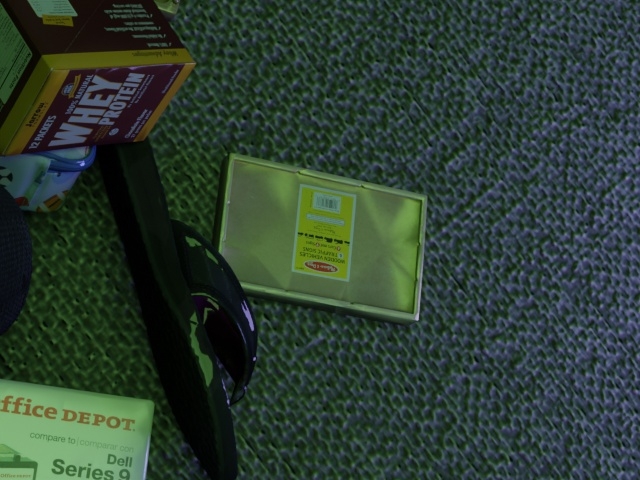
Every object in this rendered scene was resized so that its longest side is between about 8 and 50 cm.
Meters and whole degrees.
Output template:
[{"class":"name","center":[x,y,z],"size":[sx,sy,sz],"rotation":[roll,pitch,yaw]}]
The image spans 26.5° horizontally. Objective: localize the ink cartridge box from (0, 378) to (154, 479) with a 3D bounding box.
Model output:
[{"class":"ink cartridge box","center":[-0.304,0.299,1.430],"size":[0.211,0.121,0.289],"rotation":[11,73,-17]}]

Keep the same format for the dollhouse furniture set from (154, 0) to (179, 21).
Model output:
[{"class":"dollhouse furniture set","center":[-0.215,-0.376,1.639],"size":[0.144,0.123,0.151],"rotation":[18,71,-16]}]

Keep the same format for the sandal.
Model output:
[{"class":"sandal","center":[-0.144,0.050,1.530],"size":[0.107,0.167,0.446],"rotation":[-14,81,-19]}]

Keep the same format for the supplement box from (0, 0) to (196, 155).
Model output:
[{"class":"supplement box","center":[-0.275,-0.210,1.427],"size":[0.191,0.129,0.194],"rotation":[-12,61,-47]}]

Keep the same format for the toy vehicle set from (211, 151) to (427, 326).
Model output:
[{"class":"toy vehicle set","center":[0.000,0.000,1.670],"size":[0.266,0.035,0.166],"rotation":[12,72,-17]}]

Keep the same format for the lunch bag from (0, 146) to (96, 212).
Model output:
[{"class":"lunch bag","center":[-0.398,-0.165,1.474],"size":[0.303,0.115,0.243],"rotation":[16,46,-28]}]

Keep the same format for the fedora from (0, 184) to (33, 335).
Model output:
[{"class":"fedora","center":[-0.398,0.042,1.371],"size":[0.152,0.334,0.334],"rotation":[-8,77,-55]}]
